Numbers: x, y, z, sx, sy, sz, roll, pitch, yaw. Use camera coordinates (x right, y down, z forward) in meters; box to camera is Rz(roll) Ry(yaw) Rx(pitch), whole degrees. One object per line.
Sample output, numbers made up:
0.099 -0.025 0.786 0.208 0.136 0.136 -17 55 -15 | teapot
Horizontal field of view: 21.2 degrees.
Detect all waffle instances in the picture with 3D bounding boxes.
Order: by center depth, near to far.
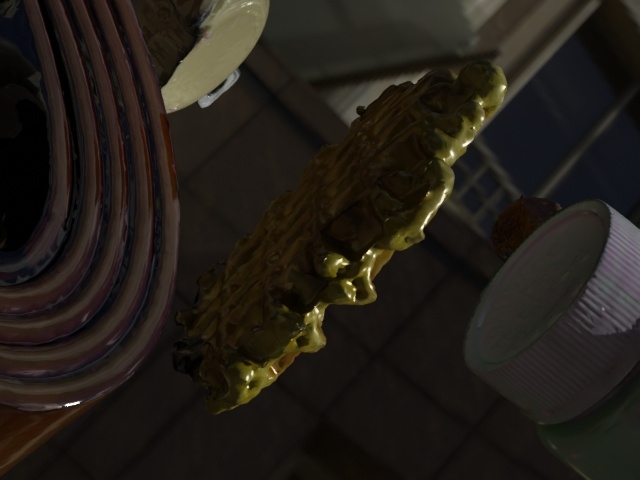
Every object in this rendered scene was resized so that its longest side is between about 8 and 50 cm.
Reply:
-0.003 -0.002 1.170 0.060 0.307 0.312 43 -23 -9 | waffle

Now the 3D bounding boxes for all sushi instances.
0.152 -0.004 1.191 0.047 0.050 0.099 13 5 -17 | sushi

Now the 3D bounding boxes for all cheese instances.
-0.093 -0.173 1.437 0.163 0.249 0.071 -46 -103 17 | cheese

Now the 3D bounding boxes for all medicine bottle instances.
0.204 0.090 0.980 0.225 0.139 0.139 37 -27 -15 | medicine bottle

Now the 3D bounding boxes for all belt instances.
-0.181 -0.061 0.678 0.122 0.217 0.339 -36 -121 34 | belt
